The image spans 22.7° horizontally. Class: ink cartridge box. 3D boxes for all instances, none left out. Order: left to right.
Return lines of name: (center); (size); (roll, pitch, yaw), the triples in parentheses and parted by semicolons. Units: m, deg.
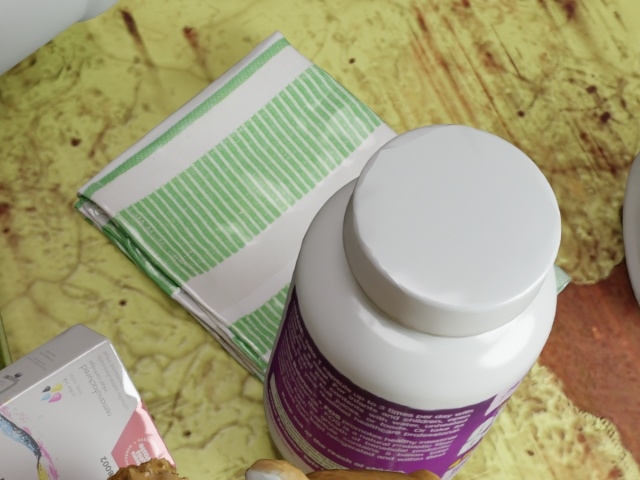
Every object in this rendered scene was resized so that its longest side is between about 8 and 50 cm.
ink cartridge box: (-0.215, 0.160, 1.107); (0.198, 0.067, 0.115); (-33, 112, -20)

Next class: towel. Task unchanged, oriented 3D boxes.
towel: (0.000, 0.000, 1.259); (0.325, 0.038, 0.248); (41, 66, 15)

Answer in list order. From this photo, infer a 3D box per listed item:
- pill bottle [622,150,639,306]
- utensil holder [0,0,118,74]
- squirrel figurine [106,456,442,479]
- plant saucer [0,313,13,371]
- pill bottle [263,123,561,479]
pill bottle: (0.384, -0.011, 1.240); (0.265, 0.153, 0.153); (-3, 64, -9)
utensil holder: (-0.389, -0.210, 1.168); (0.385, 0.327, 0.327); (-38, 73, -20)
squirrel figurine: (-0.074, 0.272, 0.932); (0.397, 0.281, 0.370); (33, 103, 38)
plant saucer: (-0.330, 0.078, 1.180); (0.188, 0.045, 0.188); (-12, 65, -12)
pill bottle: (0.059, 0.053, 1.050); (0.169, 0.301, 0.169); (4, 63, -7)
